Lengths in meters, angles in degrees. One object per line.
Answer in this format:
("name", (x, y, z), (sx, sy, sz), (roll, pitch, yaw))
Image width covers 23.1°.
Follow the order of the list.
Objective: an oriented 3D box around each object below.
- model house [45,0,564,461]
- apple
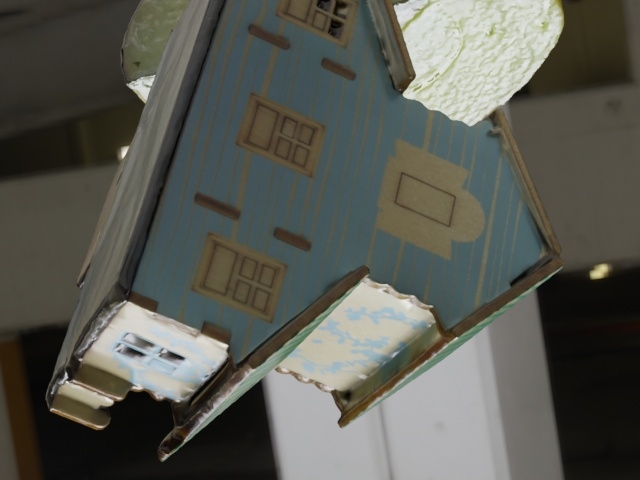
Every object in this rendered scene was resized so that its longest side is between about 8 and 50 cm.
("model house", (0.000, 0.000, 0.794), (0.206, 0.271, 0.178), (22, 144, -13))
("apple", (0.016, -0.176, 1.279), (0.346, 0.254, 0.179), (-19, -174, 3))
